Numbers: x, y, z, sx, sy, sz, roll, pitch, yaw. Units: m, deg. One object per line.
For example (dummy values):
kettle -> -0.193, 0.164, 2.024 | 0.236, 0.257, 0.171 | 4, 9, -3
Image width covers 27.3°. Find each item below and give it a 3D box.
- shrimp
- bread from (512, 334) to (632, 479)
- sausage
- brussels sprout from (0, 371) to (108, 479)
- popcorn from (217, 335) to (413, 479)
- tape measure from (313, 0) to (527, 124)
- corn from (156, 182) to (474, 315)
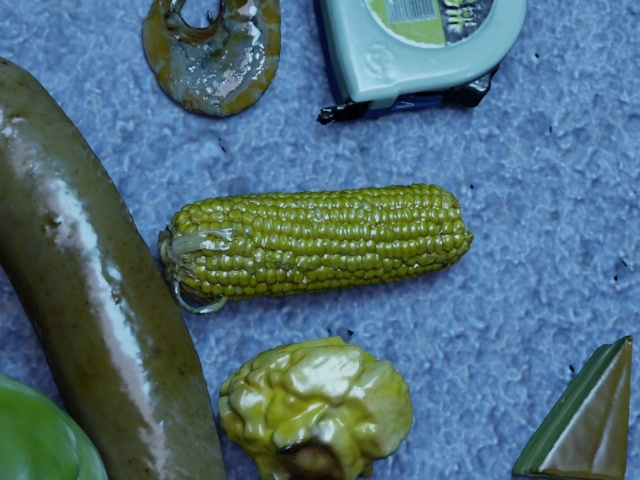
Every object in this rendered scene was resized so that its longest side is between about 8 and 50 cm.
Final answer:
shrimp -> -0.100, -0.211, 1.248 | 0.133, 0.051, 0.187 | 7, 79, -8
bread -> 0.232, 0.152, 1.208 | 0.084, 0.074, 0.139 | 10, 77, -10
sausage -> -0.196, 0.058, 1.133 | 0.136, 0.123, 0.500 | -27, 84, -4
brussels sprout -> -0.295, 0.234, 1.015 | 0.274, 0.242, 0.316 | -18, 82, -7
popcorn -> -0.004, 0.149, 1.136 | 0.167, 0.148, 0.152 | -8, 47, 2
tape measure -> 0.070, -0.293, 1.270 | 0.215, 0.098, 0.351 | -10, 82, -9
corn -> 0.000, 0.000, 1.192 | 0.293, 0.106, 0.106 | -7, 78, -11
